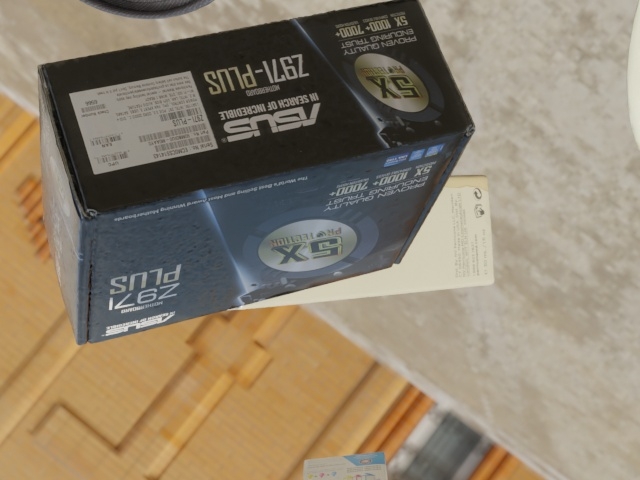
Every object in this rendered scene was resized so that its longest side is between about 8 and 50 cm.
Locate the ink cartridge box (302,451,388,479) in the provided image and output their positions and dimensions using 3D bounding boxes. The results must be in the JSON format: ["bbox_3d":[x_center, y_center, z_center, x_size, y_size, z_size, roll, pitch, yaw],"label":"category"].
[{"bbox_3d":[0.030,0.297,1.309,0.143,0.092,0.090,-89,-8,-72],"label":"ink cartridge box"}]

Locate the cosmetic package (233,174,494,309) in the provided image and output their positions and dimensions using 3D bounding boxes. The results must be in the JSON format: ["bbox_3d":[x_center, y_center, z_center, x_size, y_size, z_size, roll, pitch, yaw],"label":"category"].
[{"bbox_3d":[0.000,0.000,1.165,0.309,0.113,0.160,-2,179,-41],"label":"cosmetic package"}]

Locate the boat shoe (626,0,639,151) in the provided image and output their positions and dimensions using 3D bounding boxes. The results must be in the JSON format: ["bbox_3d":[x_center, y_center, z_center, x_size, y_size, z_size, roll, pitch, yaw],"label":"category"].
[{"bbox_3d":[0.269,-0.175,0.714,0.113,0.127,0.340,32,128,32],"label":"boat shoe"}]

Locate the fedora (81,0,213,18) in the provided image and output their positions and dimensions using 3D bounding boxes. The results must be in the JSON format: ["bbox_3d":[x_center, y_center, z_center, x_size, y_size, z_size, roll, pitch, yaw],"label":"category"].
[{"bbox_3d":[-0.147,-0.278,0.801,0.124,0.244,0.275,9,-151,-48],"label":"fedora"}]

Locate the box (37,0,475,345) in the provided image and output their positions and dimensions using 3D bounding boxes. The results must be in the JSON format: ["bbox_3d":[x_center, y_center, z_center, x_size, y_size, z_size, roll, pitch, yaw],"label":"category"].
[{"bbox_3d":[-0.038,-0.030,0.598,0.147,0.180,0.078,114,139,-62],"label":"box"}]
